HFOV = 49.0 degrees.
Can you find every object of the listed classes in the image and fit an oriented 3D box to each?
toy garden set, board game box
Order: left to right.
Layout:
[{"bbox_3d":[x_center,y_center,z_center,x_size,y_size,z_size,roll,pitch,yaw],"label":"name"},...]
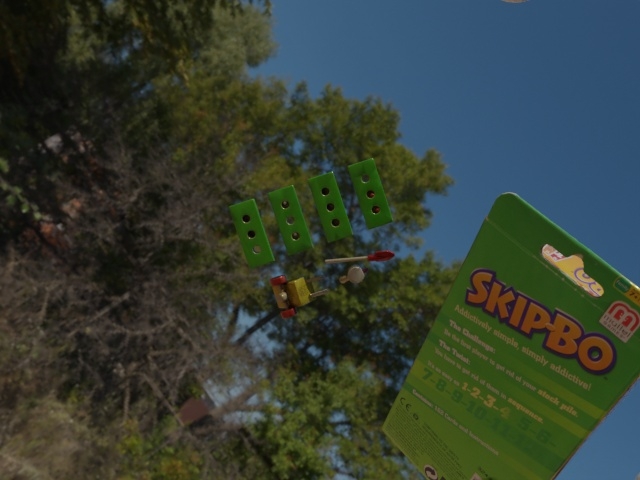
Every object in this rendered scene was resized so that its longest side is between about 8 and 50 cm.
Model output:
[{"bbox_3d":[0.000,0.000,1.151,0.049,0.245,0.203,-72,144,-83],"label":"toy garden set"},{"bbox_3d":[0.126,0.095,0.476,0.124,0.039,0.259,44,-40,29],"label":"board game box"}]

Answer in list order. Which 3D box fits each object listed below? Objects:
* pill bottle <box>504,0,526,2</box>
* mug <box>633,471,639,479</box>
[{"bbox_3d":[0.201,-0.303,0.701,0.065,0.065,0.116,42,-27,38],"label":"pill bottle"},{"bbox_3d":[0.323,0.267,0.362,0.374,0.328,0.276,-4,-56,27],"label":"mug"}]
